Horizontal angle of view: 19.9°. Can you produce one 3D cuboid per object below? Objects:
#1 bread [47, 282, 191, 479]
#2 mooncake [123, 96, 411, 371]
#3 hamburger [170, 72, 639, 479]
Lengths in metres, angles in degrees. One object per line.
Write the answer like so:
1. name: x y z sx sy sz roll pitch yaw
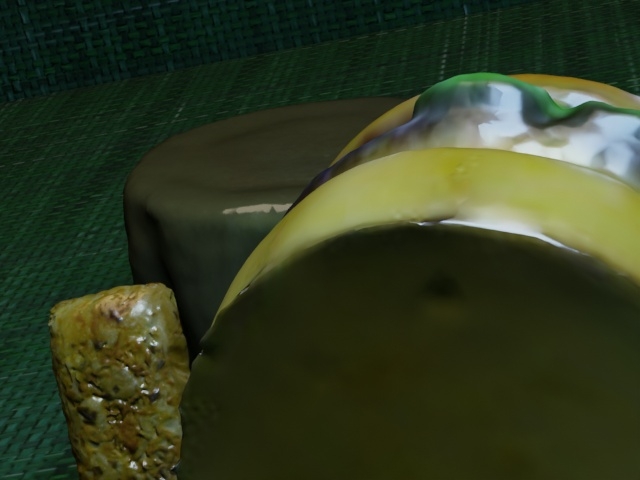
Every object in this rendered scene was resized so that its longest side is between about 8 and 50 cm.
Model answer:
1. bread: -0.145 0.138 1.423 0.114 0.211 0.083 -12 8 6
2. mooncake: 0.000 0.000 1.765 0.378 0.201 0.378 -7 20 3
3. hamburger: 0.116 0.085 1.127 0.395 0.396 0.277 -5 21 21
